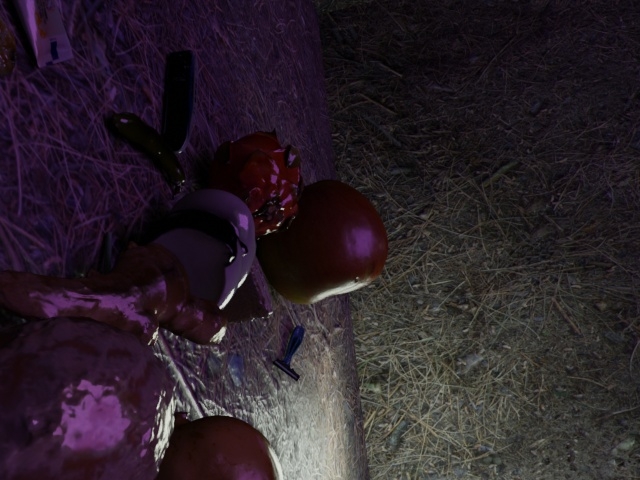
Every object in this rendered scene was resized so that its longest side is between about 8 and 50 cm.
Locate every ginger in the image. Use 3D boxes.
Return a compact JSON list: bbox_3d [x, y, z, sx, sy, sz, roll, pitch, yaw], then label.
[{"bbox_3d":[-0.234,0.069,0.684,0.334,0.081,0.148,8,69,-62],"label":"ginger"}]

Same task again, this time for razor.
[{"bbox_3d":[-0.079,0.303,1.530,0.082,0.042,0.253,37,19,-6],"label":"razor"}]

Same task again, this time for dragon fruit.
[{"bbox_3d":[-0.136,-0.110,1.167,0.224,0.224,0.227,66,18,-50],"label":"dragon fruit"}]

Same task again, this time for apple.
[{"bbox_3d":[0.000,0.000,1.437,0.339,0.339,0.339,-9,90,-78],"label":"apple"}]

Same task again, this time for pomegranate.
[{"bbox_3d":[-0.161,0.334,0.749,0.215,0.215,0.215,-9,90,-78],"label":"pomegranate"}]

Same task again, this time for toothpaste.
[{"bbox_3d":[-0.371,-0.372,0.659,0.056,0.058,0.314,23,-49,50],"label":"toothpaste"}]

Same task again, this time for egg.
[{"bbox_3d":[-0.244,0.169,0.489,0.245,0.203,0.203,-11,92,-61],"label":"egg"}]

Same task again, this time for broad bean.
[{"bbox_3d":[-0.282,-0.152,0.932,0.227,0.039,0.069,62,28,-58],"label":"broad bean"}]

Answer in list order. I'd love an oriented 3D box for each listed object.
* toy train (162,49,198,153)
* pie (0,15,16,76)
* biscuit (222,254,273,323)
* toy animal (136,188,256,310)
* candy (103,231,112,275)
[{"bbox_3d":[-0.266,-0.257,1.055,0.051,0.052,0.234,66,18,-65],"label":"toy train"},{"bbox_3d":[-0.371,-0.222,0.618,0.085,0.017,0.085,-8,90,-79],"label":"pie"},{"bbox_3d":[-0.173,0.060,1.105,0.062,0.108,0.239,-84,160,-58],"label":"biscuit"},{"bbox_3d":[-0.192,0.013,0.909,0.235,0.165,0.187,-65,172,-68],"label":"toy animal"},{"bbox_3d":[-0.278,0.110,0.719,0.084,0.078,0.287,58,18,-54],"label":"candy"}]
